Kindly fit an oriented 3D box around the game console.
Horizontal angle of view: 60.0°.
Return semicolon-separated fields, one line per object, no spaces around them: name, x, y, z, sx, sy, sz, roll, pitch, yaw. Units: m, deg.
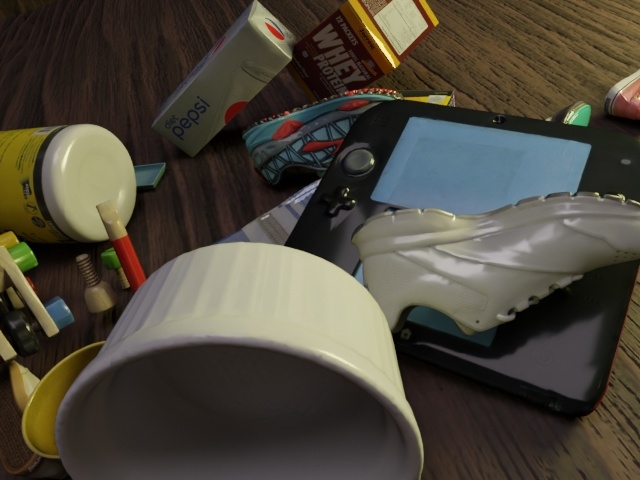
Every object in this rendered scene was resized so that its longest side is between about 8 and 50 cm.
game console;0.162;-0.018;0.657;0.387;0.060;0.342;16;61;28

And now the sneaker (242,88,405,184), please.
sneaker;0.014;-0.160;0.880;0.262;0.125;0.104;-14;12;17

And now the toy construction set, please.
toy construction set;-0.408;0.011;0.712;0.309;0.237;0.257;-19;19;-9

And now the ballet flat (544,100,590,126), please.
ballet flat;0.319;-0.131;0.775;0.074;0.074;0.203;14;53;31

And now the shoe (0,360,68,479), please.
shoe;-0.355;0.209;0.657;0.219;0.058;0.076;28;78;44

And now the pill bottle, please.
pill bottle;-0.496;-0.087;0.920;0.334;0.188;0.188;-1;44;19

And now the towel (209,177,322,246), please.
towel;0.000;0.000;0.771;0.285;0.034;0.209;-31;45;-12

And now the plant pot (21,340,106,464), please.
plant pot;-0.229;0.190;0.596;0.134;0.095;0.134;-10;43;9

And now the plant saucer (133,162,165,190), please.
plant saucer;-0.382;-0.111;1.034;0.192;0.018;0.067;-5;43;16

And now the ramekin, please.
ramekin;-0.059;0.134;0.473;0.277;0.277;0.135;-9;35;9

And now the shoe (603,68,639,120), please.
shoe;0.515;-0.232;0.823;0.178;0.063;0.081;-36;45;-11

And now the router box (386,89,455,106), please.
router box;0.122;-0.201;0.934;0.179;0.046;0.133;8;48;27

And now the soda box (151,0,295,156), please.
soda box;-0.175;-0.279;0.985;0.286;0.098;0.091;-35;32;31

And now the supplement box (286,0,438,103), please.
supplement box;0.069;-0.358;0.994;0.191;0.129;0.194;-20;24;48

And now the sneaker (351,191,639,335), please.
sneaker;0.182;0.027;0.552;0.297;0.111;0.129;-8;78;16
